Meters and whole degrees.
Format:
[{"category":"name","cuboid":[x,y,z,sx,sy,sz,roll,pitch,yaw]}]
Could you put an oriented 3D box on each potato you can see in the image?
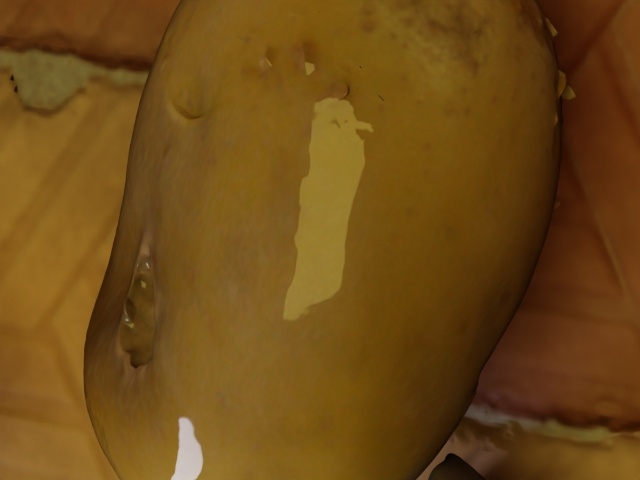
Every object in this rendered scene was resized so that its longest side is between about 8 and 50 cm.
[{"category":"potato","cuboid":[0.000,0.000,0.596,0.146,0.150,0.233,16,108,-2]}]

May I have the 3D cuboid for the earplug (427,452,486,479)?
[{"category":"earplug","cuboid":[0.125,0.221,0.570,0.301,0.172,0.172,31,107,10]}]
